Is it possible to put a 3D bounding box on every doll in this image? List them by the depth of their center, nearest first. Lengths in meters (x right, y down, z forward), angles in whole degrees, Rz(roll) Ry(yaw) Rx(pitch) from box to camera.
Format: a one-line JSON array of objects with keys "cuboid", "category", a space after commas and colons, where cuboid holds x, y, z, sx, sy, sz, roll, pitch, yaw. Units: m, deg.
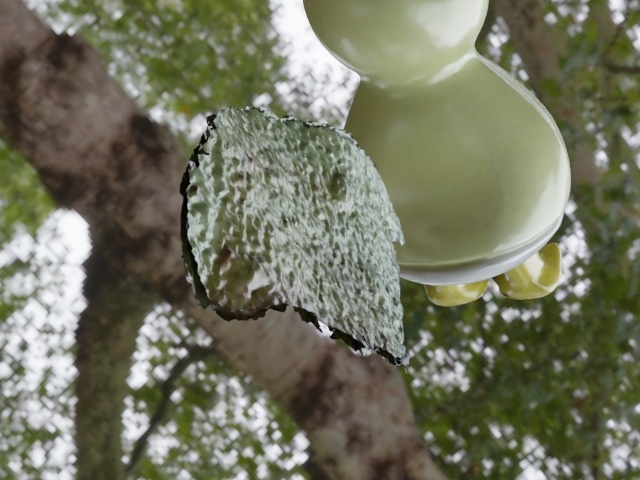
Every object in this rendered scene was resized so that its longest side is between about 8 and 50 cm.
[{"cuboid": [0.067, -0.084, 0.811, 0.141, 0.296, 0.117, -2, -150, 26], "category": "doll"}]

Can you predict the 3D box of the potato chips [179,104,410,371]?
[{"cuboid": [0.000, 0.000, 0.615, 0.026, 0.142, 0.209, -26, -174, 24], "category": "potato chips"}]
